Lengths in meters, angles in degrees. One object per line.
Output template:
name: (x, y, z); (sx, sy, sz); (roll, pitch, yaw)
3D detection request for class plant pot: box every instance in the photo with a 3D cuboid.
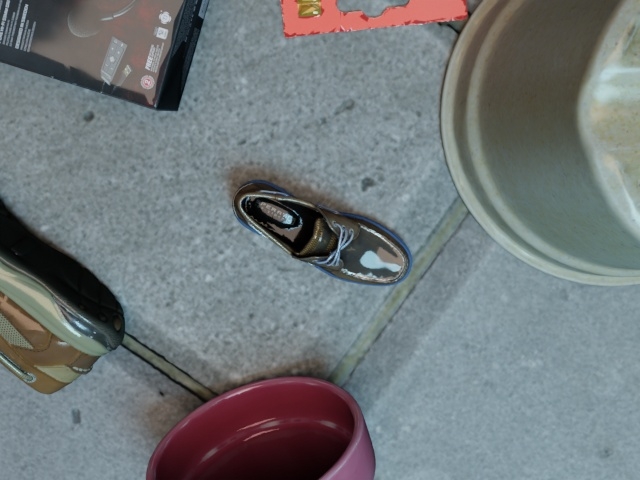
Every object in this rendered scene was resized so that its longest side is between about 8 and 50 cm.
plant pot: (0.278, -0.101, 0.662); (0.334, 0.305, 0.333); (0, 98, 1)
plant pot: (-0.035, 0.254, 0.785); (0.201, 0.201, 0.180); (-17, 113, 4)

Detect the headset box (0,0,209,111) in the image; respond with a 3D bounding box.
headset box: (-0.244, -0.259, 0.752); (0.293, 0.110, 0.218); (18, 98, -1)

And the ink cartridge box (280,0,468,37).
ink cartridge box: (0.040, -0.308, 0.769); (0.181, 0.056, 0.224); (-5, 96, 2)

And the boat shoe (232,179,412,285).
boat shoe: (0.000, 0.000, 0.802); (0.183, 0.066, 0.066); (20, 98, -1)

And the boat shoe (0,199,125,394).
boat shoe: (-0.336, 0.021, 0.789); (0.324, 0.122, 0.120); (42, 100, -3)
